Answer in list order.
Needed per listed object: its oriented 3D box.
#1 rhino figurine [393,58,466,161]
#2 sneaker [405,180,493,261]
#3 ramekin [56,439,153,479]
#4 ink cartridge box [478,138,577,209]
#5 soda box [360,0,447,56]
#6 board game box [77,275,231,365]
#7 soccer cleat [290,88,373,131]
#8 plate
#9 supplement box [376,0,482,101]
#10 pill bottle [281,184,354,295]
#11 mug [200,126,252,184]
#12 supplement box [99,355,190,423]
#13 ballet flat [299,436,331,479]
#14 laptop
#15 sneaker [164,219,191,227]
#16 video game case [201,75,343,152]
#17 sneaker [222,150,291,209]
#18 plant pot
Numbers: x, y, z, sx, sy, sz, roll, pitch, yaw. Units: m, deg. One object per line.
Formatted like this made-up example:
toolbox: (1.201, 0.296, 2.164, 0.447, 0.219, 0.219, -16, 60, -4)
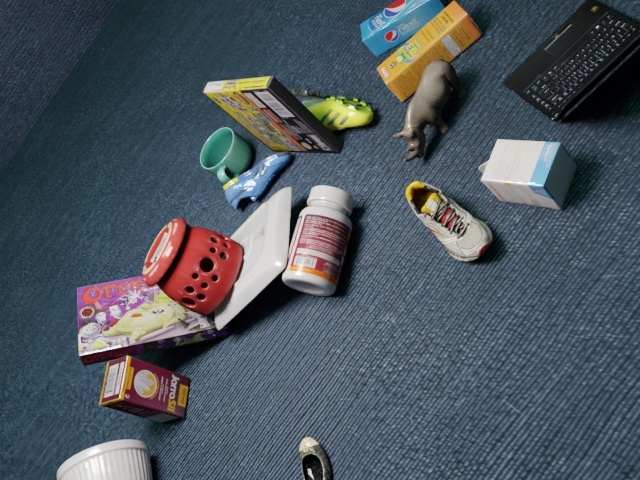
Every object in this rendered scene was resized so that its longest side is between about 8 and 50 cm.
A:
rhino figurine: (0.228, -0.275, 1.382, 0.073, 0.106, 0.243, 18, 78, 46)
sneaker: (0.237, -0.039, 1.244, 0.088, 0.093, 0.225, -51, 44, 6)
ramekin: (-0.476, 0.547, 1.454, 0.207, 0.207, 0.109, -39, 55, 18)
ink cartridge box: (0.370, -0.123, 1.176, 0.143, 0.092, 0.090, 14, 75, 45)
soda box: (0.204, -0.543, 1.588, 0.210, 0.071, 0.067, -25, 52, 29)
board game box: (-0.405, 0.171, 1.570, 0.347, 0.056, 0.208, -11, 44, -12)
soccer cleat: (0.019, -0.307, 1.621, 0.289, 0.093, 0.121, 21, 111, 42)
plate: (-0.166, 0.031, 1.513, 0.278, 0.045, 0.277, -42, 29, 33)
supplement box: (0.245, -0.430, 1.481, 0.233, 0.080, 0.078, -41, 43, 19)
pill bottle: (0.000, 0.000, 1.410, 0.121, 0.121, 0.221, -1, 66, 41)
mug: (-0.257, -0.220, 1.786, 0.129, 0.097, 0.157, 5, 70, 43)
supplement box: (-0.406, 0.351, 1.511, 0.081, 0.188, 0.104, -22, 52, 33)
ballet flat: (-0.010, 0.446, 1.206, 0.057, 0.049, 0.173, -34, 47, 21)
laptop: (0.473, -0.351, 1.189, 0.234, 0.136, 0.264, -44, 45, 12)
sneaker: (-0.389, -0.006, 1.780, 0.081, 0.090, 0.232, -56, 43, 1)
video game case: (-0.116, -0.300, 1.578, 0.248, 0.275, 0.035, 9, 70, 44)
sneaker: (-0.154, -0.155, 1.693, 0.209, 0.069, 0.082, -31, 81, 13)
plant pot: (-0.299, 0.053, 1.485, 0.191, 0.174, 0.191, -46, 27, 31)
